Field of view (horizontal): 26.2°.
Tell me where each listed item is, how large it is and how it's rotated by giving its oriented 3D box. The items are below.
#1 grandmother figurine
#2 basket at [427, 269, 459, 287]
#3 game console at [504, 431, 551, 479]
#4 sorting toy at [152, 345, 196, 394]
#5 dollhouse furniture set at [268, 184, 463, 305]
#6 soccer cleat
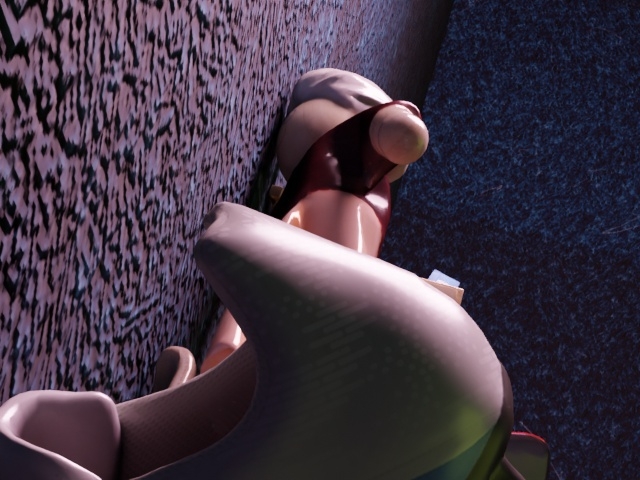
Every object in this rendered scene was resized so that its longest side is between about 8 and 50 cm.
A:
[{"bbox_3d":[0.000,0.000,0.797,0.208,0.104,0.342,-47,-161,29],"label":"grandmother figurine"},{"bbox_3d":[0.032,0.174,1.185,0.289,0.201,0.255,-63,172,-12],"label":"basket"},{"bbox_3d":[0.033,0.325,0.988,0.060,0.342,0.386,2,-96,54],"label":"game console"},{"bbox_3d":[-0.105,0.181,0.656,0.208,0.038,0.193,-76,179,-54],"label":"sorting toy"},{"bbox_3d":[0.039,0.011,0.987,0.101,0.161,0.182,80,27,-79],"label":"dollhouse furniture set"},{"bbox_3d":[-0.078,0.133,0.455,0.331,0.143,0.116,-52,-165,7],"label":"soccer cleat"}]
